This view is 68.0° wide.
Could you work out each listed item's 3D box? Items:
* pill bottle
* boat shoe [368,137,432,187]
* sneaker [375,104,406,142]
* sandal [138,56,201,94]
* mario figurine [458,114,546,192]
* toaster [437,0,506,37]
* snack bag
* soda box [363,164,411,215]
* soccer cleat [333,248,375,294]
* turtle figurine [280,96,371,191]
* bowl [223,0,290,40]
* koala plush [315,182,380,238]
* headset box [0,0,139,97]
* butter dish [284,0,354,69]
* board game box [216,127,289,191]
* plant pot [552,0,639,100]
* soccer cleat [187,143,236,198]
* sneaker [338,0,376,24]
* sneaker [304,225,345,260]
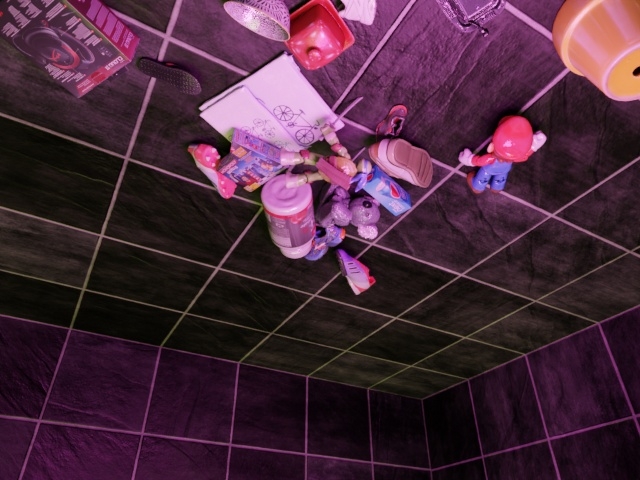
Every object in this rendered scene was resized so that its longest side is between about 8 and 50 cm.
[{"bbox_3d":[-0.107,-0.075,1.725,0.176,0.176,0.318,-2,144,3],"label":"pill bottle"},{"bbox_3d":[0.267,-0.255,1.536,0.103,0.113,0.302,12,173,38],"label":"boat shoe"},{"bbox_3d":[0.214,-0.340,1.458,0.061,0.064,0.158,10,142,-13],"label":"sneaker"},{"bbox_3d":[-0.411,-0.464,1.317,0.179,0.040,0.067,22,135,-6],"label":"sandal"},{"bbox_3d":[0.577,-0.290,1.516,0.198,0.170,0.320,-33,159,-16],"label":"mario figurine"},{"bbox_3d":[0.324,-0.582,1.059,0.129,0.146,0.227,-26,136,32],"label":"toaster"},{"bbox_3d":[-0.138,-0.368,1.444,0.343,0.037,0.323,-22,138,27],"label":"snack bag"},{"bbox_3d":[0.234,-0.175,1.682,0.071,0.067,0.210,-27,136,32],"label":"soda box"},{"bbox_3d":[0.147,0.122,2.076,0.116,0.108,0.318,-28,138,3],"label":"soccer cleat"},{"bbox_3d":[0.019,-0.260,1.464,0.266,0.274,0.198,-5,167,5],"label":"turtle figurine"},{"bbox_3d":[-0.136,-0.554,1.127,0.170,0.170,0.080,21,95,-26],"label":"bowl"},{"bbox_3d":[0.113,-0.112,1.684,0.221,0.196,0.203,13,153,-18],"label":"koala plush"},{"bbox_3d":[-0.623,-0.511,1.183,0.218,0.110,0.293,-21,139,26],"label":"headset box"},{"bbox_3d":[-0.013,-0.497,1.198,0.160,0.118,0.160,-22,138,27],"label":"butter dish"},{"bbox_3d":[-0.233,-0.261,1.514,0.194,0.060,0.194,-26,137,35],"label":"board game box"},{"bbox_3d":[0.721,-0.472,1.134,0.254,0.239,0.254,0,145,0],"label":"plant pot"},{"bbox_3d":[-0.361,-0.236,1.604,0.095,0.083,0.248,22,157,24],"label":"soccer cleat"},{"bbox_3d":[0.077,-0.604,1.081,0.115,0.090,0.232,3,143,2],"label":"sneaker"},{"bbox_3d":[0.000,0.000,1.878,0.087,0.083,0.221,36,127,-21],"label":"sneaker"}]
